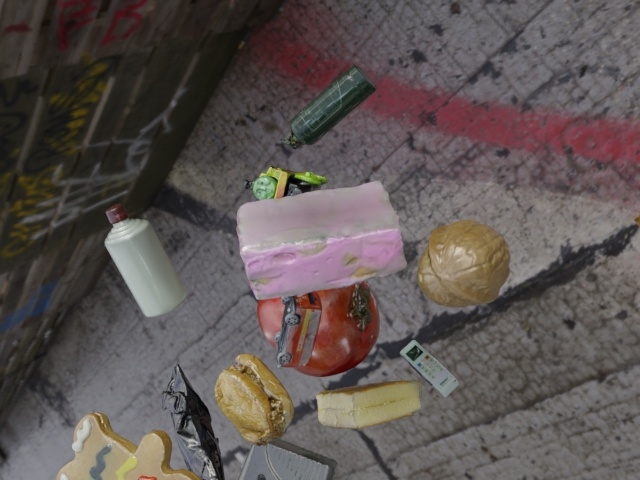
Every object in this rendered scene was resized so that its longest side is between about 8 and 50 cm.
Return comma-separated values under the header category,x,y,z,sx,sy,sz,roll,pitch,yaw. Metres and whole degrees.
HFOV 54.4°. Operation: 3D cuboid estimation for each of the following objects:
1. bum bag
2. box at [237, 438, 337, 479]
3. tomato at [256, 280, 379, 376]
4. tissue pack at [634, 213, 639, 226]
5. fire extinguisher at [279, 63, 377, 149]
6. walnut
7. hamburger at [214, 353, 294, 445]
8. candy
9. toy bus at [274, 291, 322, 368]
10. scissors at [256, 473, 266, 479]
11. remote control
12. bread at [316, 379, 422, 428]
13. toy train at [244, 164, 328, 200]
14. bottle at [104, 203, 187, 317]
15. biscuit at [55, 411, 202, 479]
category,x,y,z,sx,sy,sz,roll,pitch,yaw
bum bag,-0.220,0.353,1.104,0.310,0.074,0.137,58,153,31
box,-0.080,0.629,1.609,0.274,0.138,0.178,17,85,10
tomato,-0.005,0.199,1.689,0.290,0.325,0.293,-14,135,31
tissue pack,0.871,-0.017,1.386,0.194,0.274,0.145,42,96,-4
fire extinguisher,0.008,-0.354,1.726,0.311,0.114,0.095,-39,127,18
walnut,0.350,0.060,1.531,0.225,0.261,0.225,8,104,34
hamburger,-0.111,0.264,1.027,0.147,0.083,0.138,45,139,20
candy,0.000,0.000,1.041,0.265,0.155,0.116,-9,125,-3
toy bus,-0.046,0.180,1.255,0.077,0.079,0.174,4,121,-14
scissors,-0.130,0.614,1.203,0.160,0.317,0.024,23,138,-21
remote control,0.289,0.345,1.668,0.166,0.065,0.029,43,152,21
bread,0.140,0.472,1.809,0.239,0.246,0.111,-27,69,61
toy train,-0.068,-0.106,1.349,0.160,0.296,0.100,13,96,4
bottle,-0.379,0.037,1.314,0.104,0.104,0.245,-6,116,40
biscuit,-0.266,0.343,0.881,0.240,0.035,0.158,14,89,18
